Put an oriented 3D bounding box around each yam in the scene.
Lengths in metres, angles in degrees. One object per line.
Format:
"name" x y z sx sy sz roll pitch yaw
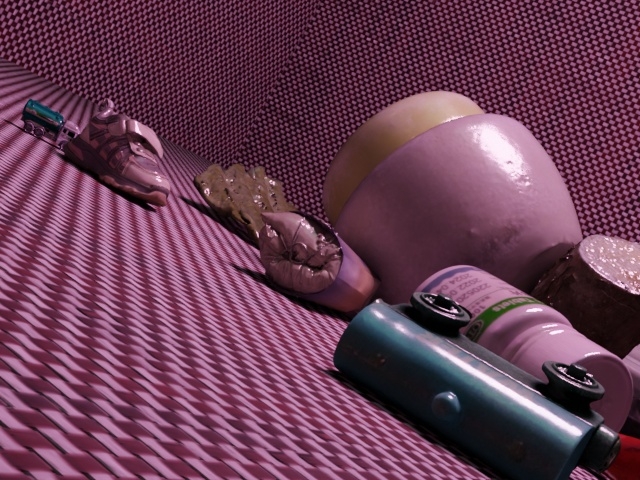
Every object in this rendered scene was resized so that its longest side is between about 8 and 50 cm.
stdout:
"yam" 0.311 0.105 1.321 0.154 0.254 0.154 35 21 -16

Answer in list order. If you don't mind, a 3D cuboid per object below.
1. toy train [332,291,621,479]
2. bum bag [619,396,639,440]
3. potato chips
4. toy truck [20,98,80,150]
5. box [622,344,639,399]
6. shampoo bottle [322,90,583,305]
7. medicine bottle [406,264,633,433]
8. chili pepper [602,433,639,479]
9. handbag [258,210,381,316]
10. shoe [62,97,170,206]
"toy train" 0.127 0.125 0.900 0.248 0.101 0.159 29 16 21
"bum bag" 0.332 0.216 1.255 0.310 0.074 0.137 23 -23 -25
"potato chips" -0.007 -0.003 1.766 0.389 0.097 0.373 35 4 34
"toy truck" -0.363 -0.154 1.452 0.083 0.044 0.039 28 6 -16
"box" 0.431 0.218 1.557 0.182 0.175 0.312 17 10 -35
"shampoo bottle" 0.175 -0.014 1.444 0.322 0.322 0.317 25 29 -55
"medicine bottle" 0.194 0.122 1.099 0.139 0.139 0.237 27 3 -32
"chili pepper" 0.362 0.260 1.035 0.137 0.092 0.368 9 0 -12
"handbag" -0.008 0.030 1.284 0.117 0.095 0.173 28 -5 24
"shoe" -0.243 -0.111 1.371 0.180 0.092 0.089 31 3 35
